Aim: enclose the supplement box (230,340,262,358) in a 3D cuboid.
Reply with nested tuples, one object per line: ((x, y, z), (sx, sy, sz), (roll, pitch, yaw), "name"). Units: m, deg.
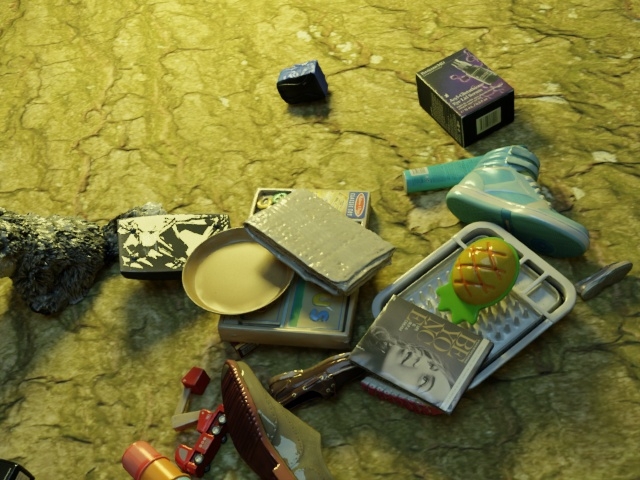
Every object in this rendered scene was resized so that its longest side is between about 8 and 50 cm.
((-0.167, 0.196, 1.652), (0.055, 0.043, 0.083), (-34, 52, -13), "supplement box")

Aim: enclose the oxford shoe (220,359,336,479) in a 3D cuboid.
((-0.076, 0.363, 1.456), (0.130, 0.123, 0.348), (-13, 59, -32), "oxford shoe")

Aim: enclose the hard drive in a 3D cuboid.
((-0.324, 0.016, 1.783), (0.255, 0.054, 0.171), (-4, 49, -14), "hard drive")

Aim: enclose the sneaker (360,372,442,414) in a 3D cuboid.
((0.163, 0.274, 1.498), (0.171, 0.063, 0.074), (15, 64, 29), "sneaker")

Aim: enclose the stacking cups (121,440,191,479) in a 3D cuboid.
((-0.241, 0.475, 1.432), (0.096, 0.096, 0.316), (-43, 50, -20), "stacking cups")

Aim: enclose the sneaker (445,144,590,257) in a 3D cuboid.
((0.449, -0.101, 1.682), (0.319, 0.127, 0.208), (25, 66, 28), "sneaker")

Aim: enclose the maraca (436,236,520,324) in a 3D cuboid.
((0.300, 0.077, 1.514), (0.185, 0.099, 0.127), (-51, 51, 8), "maraca")

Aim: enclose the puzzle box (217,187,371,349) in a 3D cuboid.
((-0.044, 0.047, 1.703), (0.272, 0.052, 0.408), (3, 49, 9), "puzzle box")

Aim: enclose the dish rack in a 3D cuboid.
((0.300, 0.135, 1.570), (0.333, 0.072, 0.285), (-35, 54, -14), "dish rack")

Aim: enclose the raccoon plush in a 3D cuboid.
((-0.600, -0.045, 1.781), (0.446, 0.299, 0.216), (-42, 54, -20), "raccoon plush")

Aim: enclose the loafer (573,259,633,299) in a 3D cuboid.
((0.562, 0.070, 1.578), (0.125, 0.045, 0.039), (-31, 45, -8), "loafer")

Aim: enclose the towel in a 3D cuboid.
((0.000, 0.000, 1.650), (0.282, 0.049, 0.187), (36, 48, 25), "towel")

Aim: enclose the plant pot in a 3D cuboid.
((-0.167, 0.067, 1.645), (0.237, 0.032, 0.236), (-4, 47, 5), "plant pot")

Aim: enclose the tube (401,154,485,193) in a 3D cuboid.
((0.293, -0.150, 1.814), (0.207, 0.052, 0.080), (-9, 64, -1), "tube")

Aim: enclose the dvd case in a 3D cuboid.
((0.187, 0.209, 1.483), (0.221, 0.018, 0.164), (26, 63, 27), "dvd case")

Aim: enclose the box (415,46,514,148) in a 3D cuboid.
((0.347, -0.347, 1.915), (0.153, 0.108, 0.207), (-30, 52, -10), "box")

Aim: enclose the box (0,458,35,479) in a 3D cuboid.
((-0.660, 0.504, 1.505), (0.148, 0.077, 0.180), (7, 55, 20), "box")

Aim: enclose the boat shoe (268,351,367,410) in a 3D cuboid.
((0.001, 0.279, 1.531), (0.207, 0.073, 0.073), (-21, 49, 6), "boat shoe")

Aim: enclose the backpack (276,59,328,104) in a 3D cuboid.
((-0.049, -0.413, 2.073), (0.120, 0.098, 0.101), (-12, 40, 20), "backpack")

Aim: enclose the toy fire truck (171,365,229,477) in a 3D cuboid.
((-0.241, 0.352, 1.544), (0.135, 0.047, 0.192), (17, 59, 25), "toy fire truck")
